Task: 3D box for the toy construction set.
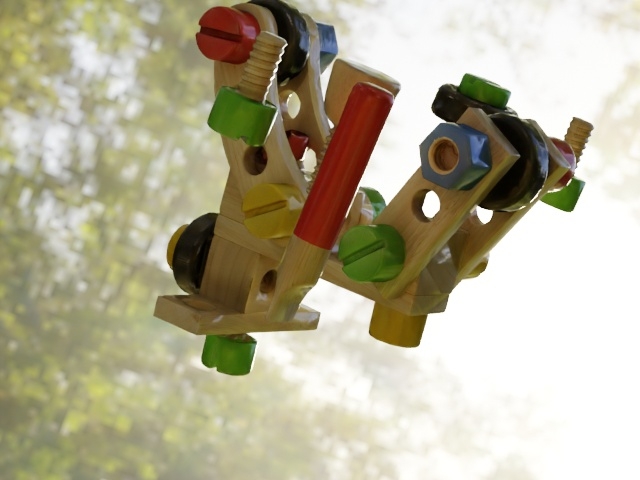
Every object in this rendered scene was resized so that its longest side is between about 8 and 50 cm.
[{"bbox_3d":[0.000,0.000,1.204,0.257,0.237,0.309,24,11,8],"label":"toy construction set"}]
